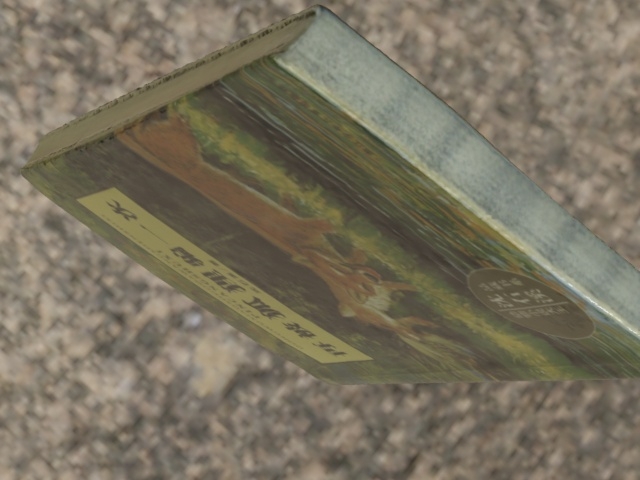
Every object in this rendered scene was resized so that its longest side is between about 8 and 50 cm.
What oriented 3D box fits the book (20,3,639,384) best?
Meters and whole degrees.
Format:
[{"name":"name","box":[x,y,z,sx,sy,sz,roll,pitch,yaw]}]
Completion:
[{"name":"book","box":[0.000,0.000,0.546,0.160,0.228,0.024,36,69,-20]}]
